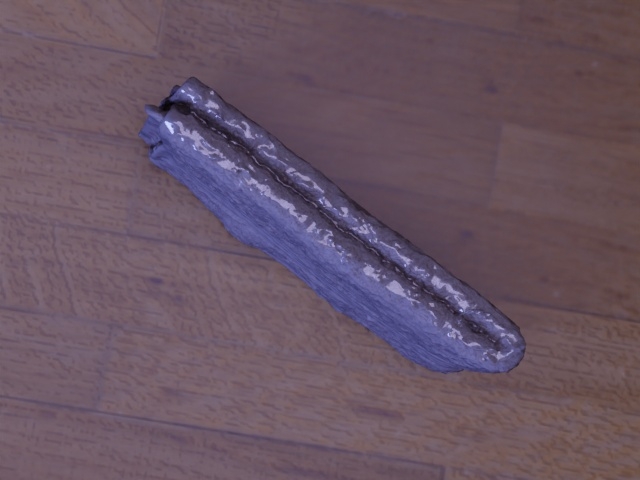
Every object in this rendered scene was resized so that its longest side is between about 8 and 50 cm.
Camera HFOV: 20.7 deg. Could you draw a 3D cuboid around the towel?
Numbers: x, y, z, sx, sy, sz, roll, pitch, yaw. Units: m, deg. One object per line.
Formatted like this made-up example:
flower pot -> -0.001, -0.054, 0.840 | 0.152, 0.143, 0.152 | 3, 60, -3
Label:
towel -> 0.000, 0.000, 1.145 | 0.282, 0.187, 0.049 | 37, 83, -4
